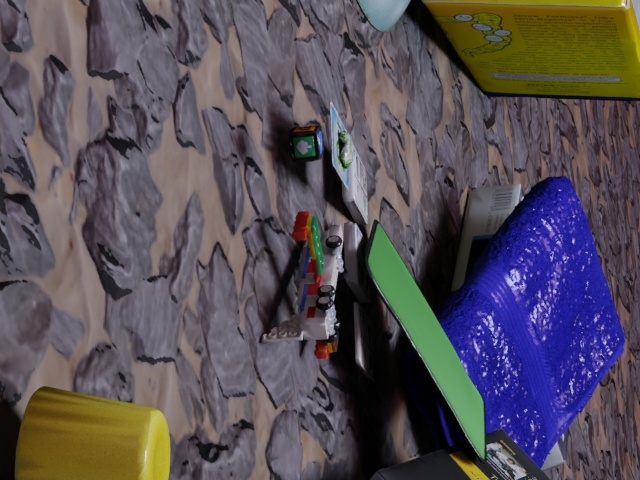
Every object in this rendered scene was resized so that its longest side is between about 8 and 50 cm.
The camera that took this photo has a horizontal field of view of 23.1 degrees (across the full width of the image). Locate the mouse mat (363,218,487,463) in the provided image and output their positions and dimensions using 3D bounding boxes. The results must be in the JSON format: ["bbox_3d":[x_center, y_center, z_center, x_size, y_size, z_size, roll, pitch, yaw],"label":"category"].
[{"bbox_3d":[0.086,0.078,1.256,0.189,0.007,0.152,60,12,-9],"label":"mouse mat"}]

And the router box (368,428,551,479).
[{"bbox_3d":[0.172,0.289,1.171,0.309,0.081,0.243,46,21,20],"label":"router box"}]

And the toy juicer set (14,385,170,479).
[{"bbox_3d":[-0.134,0.223,0.661,0.329,0.090,0.209,-74,164,-64],"label":"toy juicer set"}]

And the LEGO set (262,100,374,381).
[{"bbox_3d":[0.000,0.000,1.171,0.244,0.060,0.182,55,32,-73],"label":"LEGO set"}]

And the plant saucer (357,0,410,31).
[{"bbox_3d":[0.060,-0.287,1.417,0.195,0.037,0.194,-6,90,-70],"label":"plant saucer"}]

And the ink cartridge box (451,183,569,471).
[{"bbox_3d":[0.219,0.117,1.684,0.165,0.065,0.332,-75,152,-47],"label":"ink cartridge box"}]

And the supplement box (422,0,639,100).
[{"bbox_3d":[0.239,-0.278,1.600,0.356,0.195,0.194,32,63,-72],"label":"supplement box"}]

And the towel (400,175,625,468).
[{"bbox_3d":[0.194,0.108,1.480,0.308,0.076,0.227,-50,133,-41],"label":"towel"}]
